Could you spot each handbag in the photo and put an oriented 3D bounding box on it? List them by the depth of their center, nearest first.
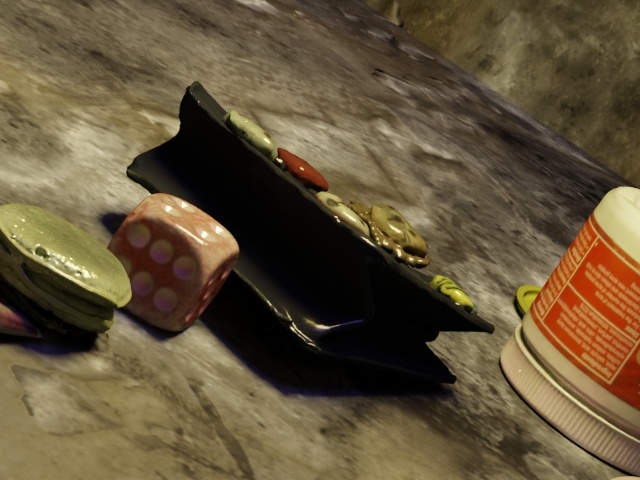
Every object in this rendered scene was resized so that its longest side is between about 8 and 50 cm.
[{"bbox_3d":[0.000,0.000,1.768,0.303,0.122,0.329,42,9,30],"label":"handbag"}]

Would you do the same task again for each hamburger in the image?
[{"bbox_3d":[-0.216,0.024,1.451,0.133,0.062,0.140,38,10,9],"label":"hamburger"}]

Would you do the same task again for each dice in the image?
[{"bbox_3d":[-0.134,0.019,1.580,0.093,0.094,0.091,33,13,8],"label":"dice"}]

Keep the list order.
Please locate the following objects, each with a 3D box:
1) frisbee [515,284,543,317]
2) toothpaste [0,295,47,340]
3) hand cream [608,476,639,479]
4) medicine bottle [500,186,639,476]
[{"bbox_3d":[0.342,0.129,2.256,0.236,0.017,0.236,29,17,-10],"label":"frisbee"},{"bbox_3d":[-0.297,0.027,1.314,0.096,0.061,0.266,41,7,24],"label":"toothpaste"},{"bbox_3d":[0.266,0.303,1.534,0.133,0.083,0.248,30,27,-3],"label":"hand cream"},{"bbox_3d":[0.364,0.100,1.983,0.252,0.241,0.252,29,17,-10],"label":"medicine bottle"}]
